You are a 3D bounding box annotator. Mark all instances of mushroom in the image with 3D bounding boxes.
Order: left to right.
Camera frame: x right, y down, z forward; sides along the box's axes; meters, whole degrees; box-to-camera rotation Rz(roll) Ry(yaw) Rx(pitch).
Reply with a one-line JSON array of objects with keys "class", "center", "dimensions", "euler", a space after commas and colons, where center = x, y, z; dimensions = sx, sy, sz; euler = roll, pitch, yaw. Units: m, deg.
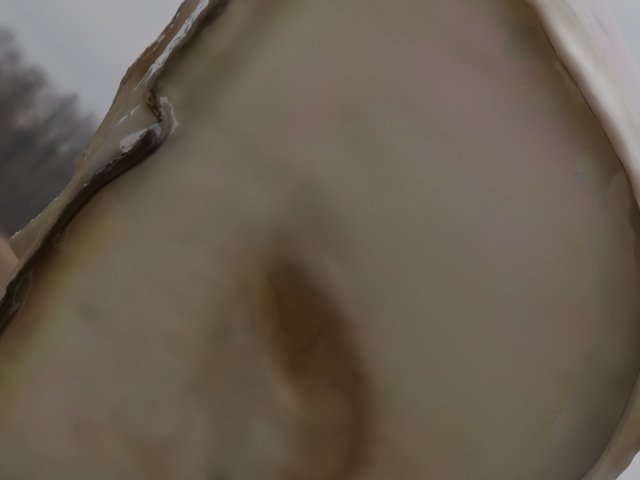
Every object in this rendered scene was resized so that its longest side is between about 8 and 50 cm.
[{"class": "mushroom", "center": [0.015, -0.008, 0.548], "dimensions": [0.162, 0.236, 0.173], "euler": [36, 30, -5]}]
